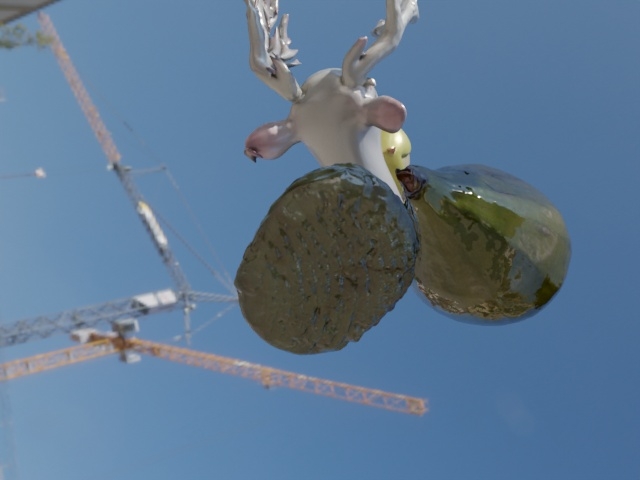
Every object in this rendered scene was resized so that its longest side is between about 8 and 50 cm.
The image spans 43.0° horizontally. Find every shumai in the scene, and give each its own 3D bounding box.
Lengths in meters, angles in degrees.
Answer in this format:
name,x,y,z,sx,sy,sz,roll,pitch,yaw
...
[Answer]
name,x,y,z,sx,sy,sz,roll,pitch,yaw
shumai,0.001,0.001,0.498,0.123,0.099,0.087,-56,-158,23

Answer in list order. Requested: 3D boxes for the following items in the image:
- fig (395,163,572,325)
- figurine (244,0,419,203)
name,x,y,z,sx,sy,sz,roll,pitch,yaw
fig,0.097,0.001,0.605,0.126,0.185,0.133,-58,-136,32
figurine,0.010,-0.136,0.821,0.315,0.207,0.284,87,3,-56
